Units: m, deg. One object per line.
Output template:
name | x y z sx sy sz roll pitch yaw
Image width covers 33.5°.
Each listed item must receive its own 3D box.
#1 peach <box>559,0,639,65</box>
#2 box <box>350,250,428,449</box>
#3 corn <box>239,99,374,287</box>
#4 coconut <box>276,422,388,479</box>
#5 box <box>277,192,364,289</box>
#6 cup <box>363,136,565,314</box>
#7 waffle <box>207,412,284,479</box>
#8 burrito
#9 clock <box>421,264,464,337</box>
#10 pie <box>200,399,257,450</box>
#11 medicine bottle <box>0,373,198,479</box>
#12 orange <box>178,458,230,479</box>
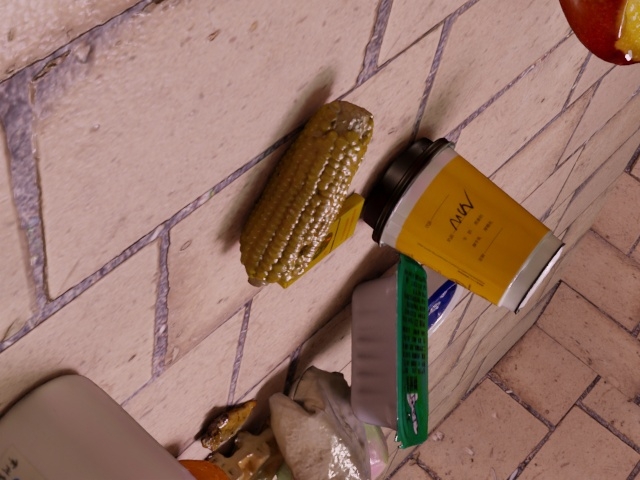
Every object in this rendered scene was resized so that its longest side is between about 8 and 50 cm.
peach | 0.445 -0.381 1.490 0.274 0.249 0.245 -57 -158 0
box | 0.121 0.197 1.894 0.264 0.106 0.336 25 65 -71
corn | -0.021 -0.049 1.257 0.097 0.097 0.261 -17 141 -60
coconut | 0.025 0.404 2.094 0.236 0.236 0.204 -61 178 29
box | 0.000 0.000 1.524 0.155 0.023 0.087 -38 161 -34
cup | 0.217 -0.021 1.601 0.196 0.280 0.196 -51 166 -18
waffle | -0.196 0.480 1.921 0.348 0.077 0.304 -36 158 -39
burrito | 0.018 0.393 1.883 0.190 0.135 0.331 -22 112 -39
clock | 0.206 0.143 2.220 0.230 0.083 0.230 -42 161 -18
pie | -0.154 0.306 1.746 0.092 0.034 0.170 -54 168 4
medicine bottle | -0.216 0.291 1.135 0.170 0.293 0.170 -45 161 -21
orange | -0.216 0.425 1.629 0.193 0.161 0.193 -35 145 -29
